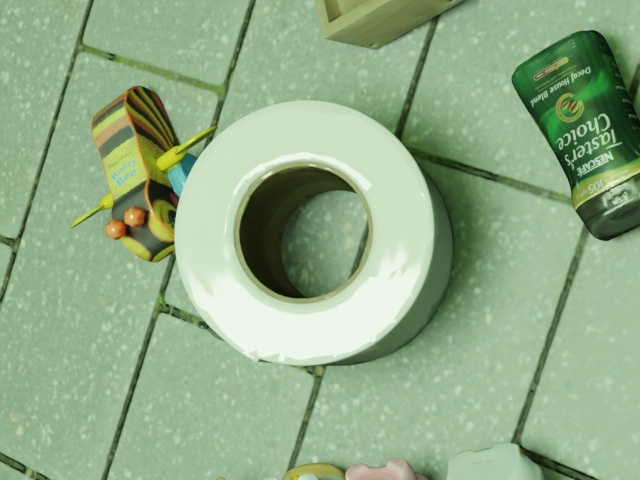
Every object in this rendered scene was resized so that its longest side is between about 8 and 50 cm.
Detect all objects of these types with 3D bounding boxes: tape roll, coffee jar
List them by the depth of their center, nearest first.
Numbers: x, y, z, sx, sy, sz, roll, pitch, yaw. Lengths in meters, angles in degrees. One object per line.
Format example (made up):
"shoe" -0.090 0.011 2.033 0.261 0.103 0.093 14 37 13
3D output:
"coffee jar" 0.257 -0.096 1.146 0.096 0.079 0.184 -30 73 22
"tape roll" 0.000 0.000 1.191 0.246 0.169 0.246 -1 85 12

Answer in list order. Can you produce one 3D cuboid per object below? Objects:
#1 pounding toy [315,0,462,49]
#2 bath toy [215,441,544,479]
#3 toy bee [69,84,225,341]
"pounding toy" 0.087 -0.318 1.227 0.206 0.094 0.181 -23 72 41
"bath toy" 0.055 0.272 1.192 0.348 0.151 0.129 -10 116 23
"toy bee" -0.174 -0.048 1.319 0.298 0.162 0.195 43 103 24
